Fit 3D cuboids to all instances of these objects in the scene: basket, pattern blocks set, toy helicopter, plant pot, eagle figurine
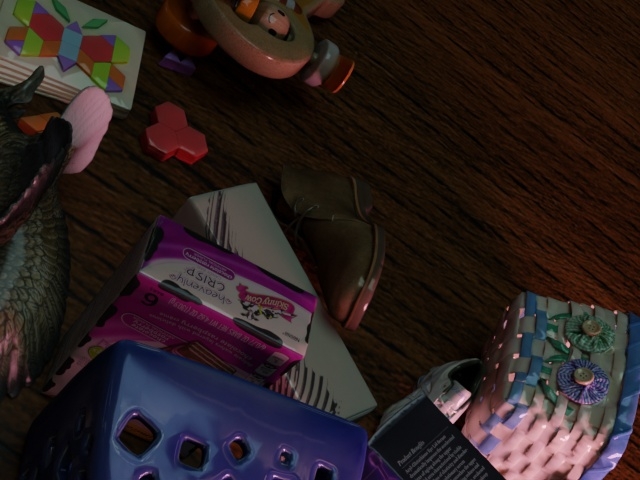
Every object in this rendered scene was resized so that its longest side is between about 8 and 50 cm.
[{"bbox_3d":[0.323,0.209,1.218,0.289,0.201,0.254,26,46,-6],"label":"basket"},{"bbox_3d":[-0.288,-0.218,1.198,0.325,0.026,0.285,7,56,-33],"label":"pattern blocks set"},{"bbox_3d":[-0.036,-0.292,1.367,0.235,0.140,0.355,41,30,0],"label":"toy helicopter"},{"bbox_3d":[-0.123,0.244,0.848,0.236,0.236,0.212,24,54,-22],"label":"plant pot"},{"bbox_3d":[-0.293,-0.024,0.939,0.226,0.225,0.298,30,28,-51],"label":"eagle figurine"}]

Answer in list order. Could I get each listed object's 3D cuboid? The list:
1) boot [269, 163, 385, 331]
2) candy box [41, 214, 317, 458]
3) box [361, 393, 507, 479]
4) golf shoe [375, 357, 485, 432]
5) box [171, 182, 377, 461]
[{"bbox_3d":[0.000,0.000,1.157,0.115,0.112,0.305,21,20,-15],"label":"boot"},{"bbox_3d":[-0.131,0.096,0.939,0.159,0.233,0.071,28,47,-16],"label":"candy box"},{"bbox_3d":[0.107,0.283,1.020,0.207,0.153,0.108,45,41,13],"label":"box"},{"bbox_3d":[0.125,0.187,1.172,0.069,0.086,0.176,45,45,-3],"label":"golf shoe"},{"bbox_3d":[-0.062,0.086,1.088,0.094,0.113,0.275,-16,69,-41],"label":"box"}]
